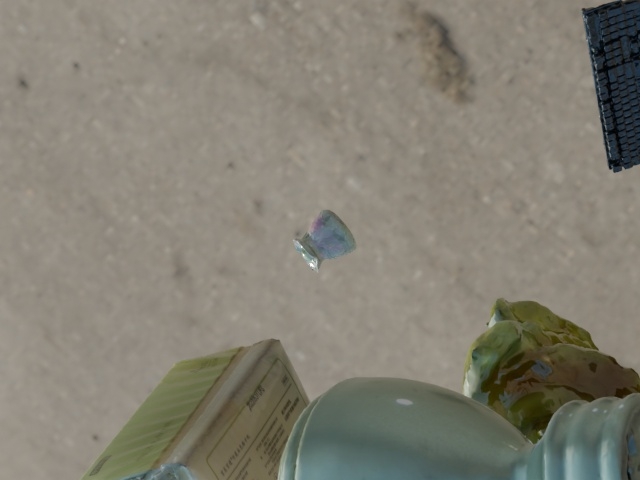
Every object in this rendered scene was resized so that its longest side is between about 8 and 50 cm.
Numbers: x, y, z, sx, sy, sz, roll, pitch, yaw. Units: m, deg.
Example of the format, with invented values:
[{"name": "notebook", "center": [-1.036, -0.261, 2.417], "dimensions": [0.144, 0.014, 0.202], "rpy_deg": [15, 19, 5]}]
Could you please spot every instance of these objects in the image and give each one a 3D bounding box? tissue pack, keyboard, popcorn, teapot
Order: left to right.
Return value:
[{"name": "tissue pack", "center": [-0.083, 0.200, 1.295], "dimensions": [0.125, 0.234, 0.159], "rpy_deg": [-18, 105, 23]}, {"name": "teapot", "center": [0.000, 0.000, 2.033], "dimensions": [0.064, 0.064, 0.083], "rpy_deg": [57, 168, -24]}, {"name": "popcorn", "center": [0.244, 0.243, 1.685], "dimensions": [0.335, 0.279, 0.274], "rpy_deg": [36, -168, 29]}, {"name": "keyboard", "center": [0.291, -0.146, 1.550], "dimensions": [0.060, 0.018, 0.195], "rpy_deg": [-15, 131, 5]}]

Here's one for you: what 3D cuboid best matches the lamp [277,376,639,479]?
[{"name": "lamp", "center": [0.065, 0.106, 0.717], "dimensions": [0.193, 0.106, 0.106], "rpy_deg": [-13, 122, 36]}]
